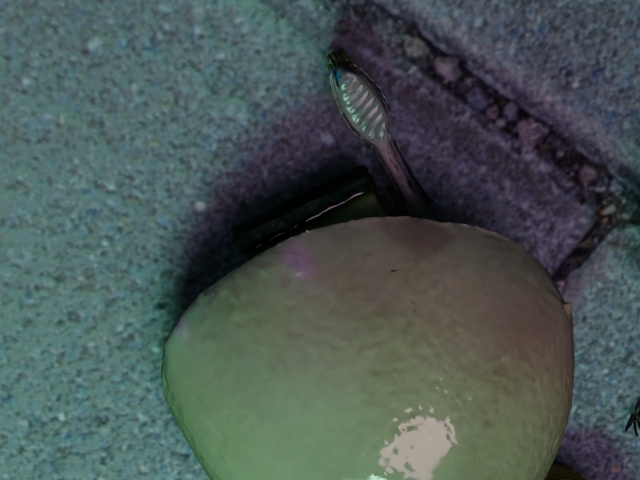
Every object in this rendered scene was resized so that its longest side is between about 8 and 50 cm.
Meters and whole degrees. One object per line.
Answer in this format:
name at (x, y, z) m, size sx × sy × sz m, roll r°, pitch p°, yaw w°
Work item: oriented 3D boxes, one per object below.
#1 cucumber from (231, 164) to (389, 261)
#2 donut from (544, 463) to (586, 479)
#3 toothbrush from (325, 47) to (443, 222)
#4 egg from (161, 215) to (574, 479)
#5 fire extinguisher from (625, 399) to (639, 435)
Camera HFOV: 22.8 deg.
cucumber at (0.000, 0.000, 1.219) m, size 0.115 × 0.062 × 0.116 m, roll -25°, pitch 139°, yaw 1°
donut at (0.195, 0.265, 1.424) m, size 0.152 × 0.058 × 0.152 m, roll -7°, pitch 119°, yaw -12°
toothbrush at (0.102, 0.015, 1.273) m, size 0.035 × 0.042 × 0.413 m, roll -27°, pitch 123°, yaw 6°
egg at (0.058, 0.149, 1.201) m, size 0.337 × 0.201 × 0.337 m, roll -10°, pitch 137°, yaw -10°
fire extinguisher at (0.309, 0.158, 1.419) m, size 0.083 × 0.025 × 0.038 m, roll 7°, pitch 78°, yaw -20°
